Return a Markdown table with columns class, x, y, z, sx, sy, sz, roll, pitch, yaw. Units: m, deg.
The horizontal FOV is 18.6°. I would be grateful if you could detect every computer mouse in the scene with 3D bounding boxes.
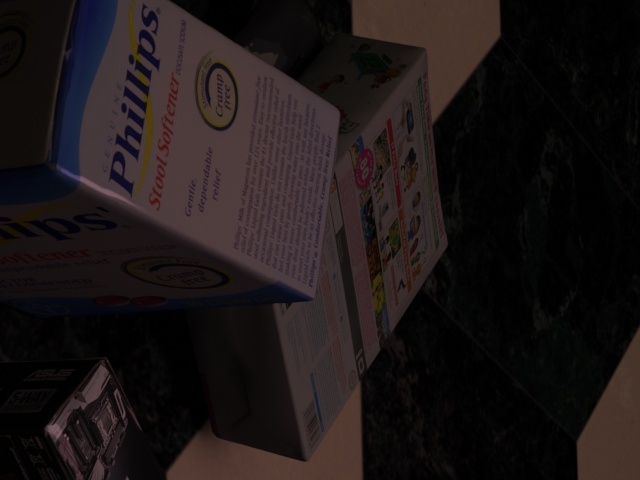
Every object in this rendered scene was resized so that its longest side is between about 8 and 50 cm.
| class | x | y | z | sx | sy | sz | roll | pitch | yaw |
| --- | --- | --- | --- | --- | --- | --- | --- | --- | --- |
| computer mouse | -0.055 | -0.123 | 1.687 | 0.188 | 0.072 | 0.272 | 52 | 46 | -39 |

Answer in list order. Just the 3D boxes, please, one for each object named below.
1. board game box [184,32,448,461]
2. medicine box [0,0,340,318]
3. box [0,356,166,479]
| class | x | y | z | sx | sy | sz | roll | pitch | yaw |
| --- | --- | --- | --- | --- | --- | --- | --- | --- | --- |
| board game box | 0.000 | 0.000 | 1.658 | 0.303 | 0.098 | 0.224 | -52 | 145 | -42 |
| medicine box | -0.176 | -0.058 | 1.330 | 0.289 | 0.264 | 0.149 | 27 | 64 | -51 |
| box | -0.191 | 0.224 | 1.299 | 0.076 | 0.242 | 0.307 | -52 | 127 | -45 |
